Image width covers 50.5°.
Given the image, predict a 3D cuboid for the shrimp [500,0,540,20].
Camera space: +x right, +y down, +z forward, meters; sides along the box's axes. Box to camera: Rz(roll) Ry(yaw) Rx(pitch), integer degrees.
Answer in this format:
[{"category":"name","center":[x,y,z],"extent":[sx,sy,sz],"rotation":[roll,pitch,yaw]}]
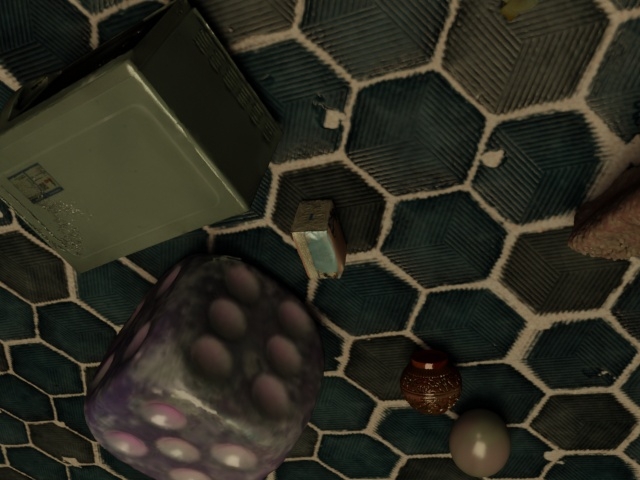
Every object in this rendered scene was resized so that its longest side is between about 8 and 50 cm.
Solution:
[{"category":"shrimp","center":[0.250,-0.283,0.642],"extent":[0.166,0.049,0.161],"rotation":[5,131,2]}]

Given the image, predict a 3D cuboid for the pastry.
[{"category":"pastry","center":[0.369,-0.043,0.731],"extent":[0.112,0.102,0.265],"rotation":[33,161,9]}]

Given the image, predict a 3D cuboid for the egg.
[{"category":"egg","center":[0.271,0.343,1.155],"extent":[0.103,0.103,0.135],"rotation":[5,131,12]}]

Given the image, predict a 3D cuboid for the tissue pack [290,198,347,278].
[{"category":"tissue pack","center":[0.000,0.000,0.946],"extent":[0.059,0.074,0.094],"rotation":[-5,132,17]}]

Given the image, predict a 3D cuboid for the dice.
[{"category":"dice","center":[-0.173,0.204,1.044],"extent":[0.270,0.270,0.271],"rotation":[37,131,-18]}]

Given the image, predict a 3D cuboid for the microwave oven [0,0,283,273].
[{"category":"microwave oven","center":[-0.233,-0.122,0.831],"extent":[0.295,0.181,0.237],"rotation":[-18,125,30]}]

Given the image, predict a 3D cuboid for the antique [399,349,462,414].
[{"category":"antique","center":[0.177,0.230,1.083],"extent":[0.104,0.104,0.104],"rotation":[8,133,9]}]
